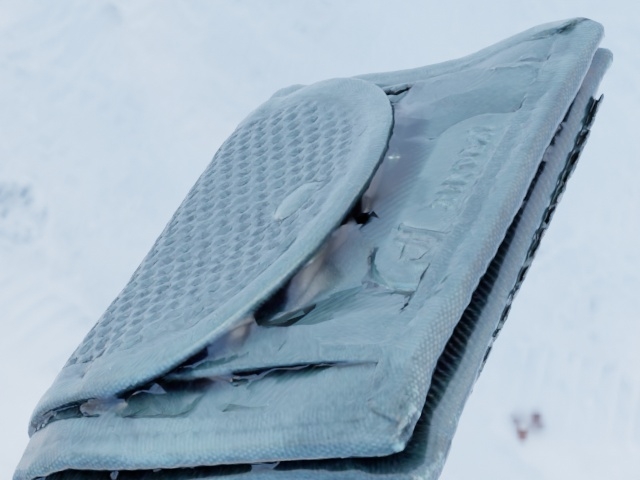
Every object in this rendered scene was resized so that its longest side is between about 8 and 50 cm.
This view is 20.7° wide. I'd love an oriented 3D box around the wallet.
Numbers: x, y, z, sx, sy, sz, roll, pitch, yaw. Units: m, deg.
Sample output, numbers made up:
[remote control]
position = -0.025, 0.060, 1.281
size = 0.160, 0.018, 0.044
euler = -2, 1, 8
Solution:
[wallet]
position = 0.000, 0.000, 0.900
size = 0.237, 0.342, 0.075
euler = -9, 124, 33
